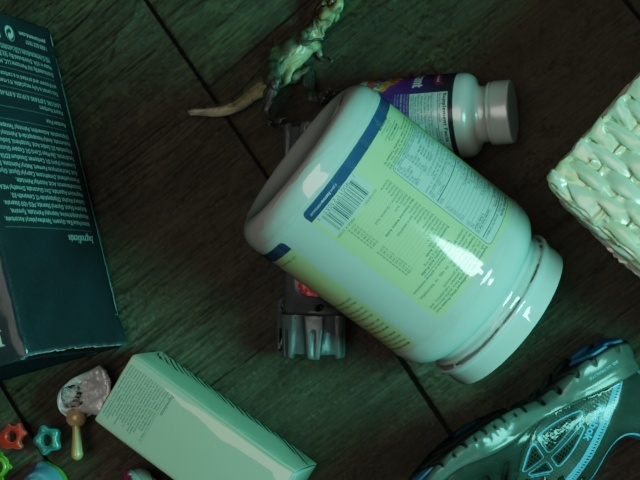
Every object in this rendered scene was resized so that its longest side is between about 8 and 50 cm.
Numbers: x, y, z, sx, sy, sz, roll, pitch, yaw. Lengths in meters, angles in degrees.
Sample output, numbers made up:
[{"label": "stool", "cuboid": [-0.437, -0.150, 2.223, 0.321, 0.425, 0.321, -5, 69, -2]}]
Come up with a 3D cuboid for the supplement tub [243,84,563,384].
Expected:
[{"label": "supplement tub", "cuboid": [0.098, -0.003, 1.626, 0.325, 0.235, 0.235, 37, 100, -9]}]

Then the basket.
[{"label": "basket", "cuboid": [0.475, -0.065, 1.533, 0.331, 0.266, 0.328, 43, 100, 13]}]

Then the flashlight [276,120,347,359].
[{"label": "flashlight", "cuboid": [0.000, 0.000, 1.775, 0.103, 0.103, 0.304, 0, 90, -13]}]

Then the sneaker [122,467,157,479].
[{"label": "sneaker", "cuboid": [-0.174, 0.389, 1.822, 0.252, 0.111, 0.103, 42, 131, 34]}]

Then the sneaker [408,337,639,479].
[{"label": "sneaker", "cuboid": [0.252, 0.255, 1.637, 0.341, 0.125, 0.139, -31, 89, -2]}]

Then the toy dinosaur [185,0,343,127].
[{"label": "toy dinosaur", "cuboid": [-0.048, -0.211, 1.817, 0.268, 0.064, 0.118, -38, 63, 14]}]

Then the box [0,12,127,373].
[{"label": "box", "cuboid": [-0.578, -0.017, 1.867, 0.480, 0.297, 0.471, -17, 85, 17]}]

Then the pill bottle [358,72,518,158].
[{"label": "pill bottle", "cuboid": [0.146, -0.154, 1.724, 0.194, 0.108, 0.108, -3, 87, 18]}]

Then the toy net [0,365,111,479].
[{"label": "toy net", "cuboid": [-0.366, 0.263, 1.915, 0.122, 0.045, 0.232, 36, 97, 18]}]

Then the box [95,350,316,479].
[{"label": "box", "cuboid": [-0.152, 0.265, 1.815, 0.275, 0.094, 0.113, 35, 99, 16]}]
